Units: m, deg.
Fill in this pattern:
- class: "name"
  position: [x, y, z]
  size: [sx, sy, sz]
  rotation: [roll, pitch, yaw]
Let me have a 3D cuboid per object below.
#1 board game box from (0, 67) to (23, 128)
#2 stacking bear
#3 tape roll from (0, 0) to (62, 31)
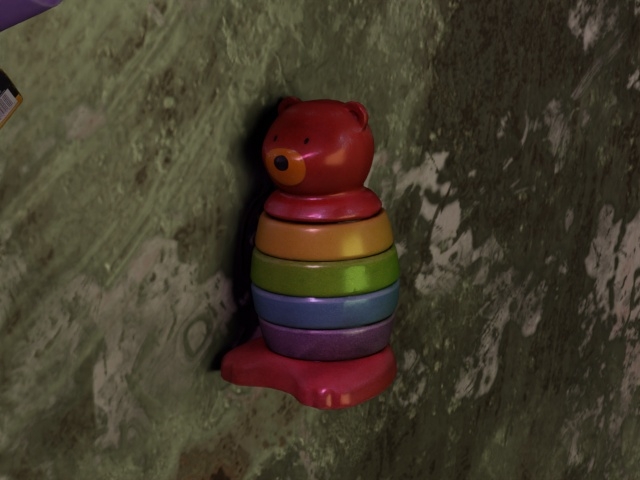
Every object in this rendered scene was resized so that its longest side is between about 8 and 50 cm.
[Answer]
- class: "board game box"
  position: [-0.321, -0.070, 1.178]
  size: [0.170, 0.141, 0.048]
  rotation: [-56, 143, -20]
- class: "stacking bear"
  position: [0.000, 0.000, 1.633]
  size: [0.164, 0.175, 0.289]
  rotation: [-17, 111, -46]
- class: "tape roll"
  position: [-0.260, -0.237, 1.143]
  size: [0.189, 0.080, 0.189]
  rotation: [60, 15, -28]
